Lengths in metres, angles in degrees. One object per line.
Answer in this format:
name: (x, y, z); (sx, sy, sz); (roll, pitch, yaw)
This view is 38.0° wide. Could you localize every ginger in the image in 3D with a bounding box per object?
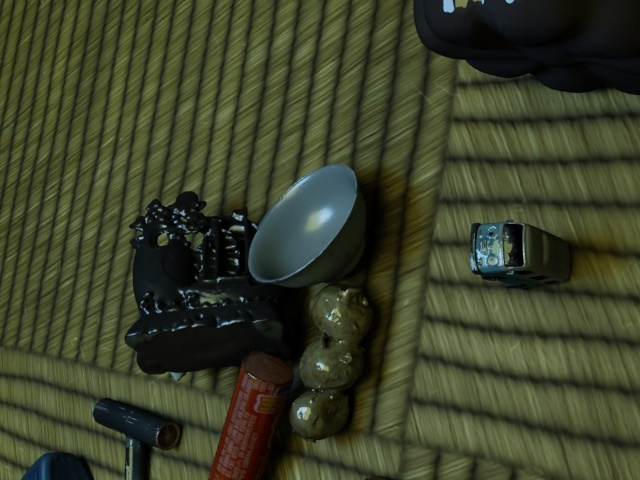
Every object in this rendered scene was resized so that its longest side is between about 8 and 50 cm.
ginger: (0.013, 0.155, 1.180); (0.104, 0.080, 0.204); (1, 79, 55)

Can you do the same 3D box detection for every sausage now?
sausage: (-0.104, 0.283, 1.234); (0.074, 0.074, 0.274); (35, 115, 40)

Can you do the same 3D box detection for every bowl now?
bowl: (0.000, 0.000, 1.205); (0.189, 0.086, 0.189); (-34, 31, 24)

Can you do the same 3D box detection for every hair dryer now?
hair dryer: (-0.298, 0.354, 1.432); (0.173, 0.050, 0.194); (9, 90, 45)

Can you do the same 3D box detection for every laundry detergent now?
laundry detergent: (-0.487, 0.476, 1.531); (0.290, 0.094, 0.143); (-44, 59, 25)

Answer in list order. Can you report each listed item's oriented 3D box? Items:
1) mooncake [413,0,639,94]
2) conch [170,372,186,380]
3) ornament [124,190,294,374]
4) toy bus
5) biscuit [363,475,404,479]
mooncake: (0.245, -0.245, 0.930); (0.306, 0.306, 0.154); (11, 90, 42)
conch: (-0.201, 0.120, 1.367); (0.094, 0.104, 0.176); (-18, 64, 13)
ornament: (-0.151, 0.043, 1.294); (0.251, 0.106, 0.260); (-4, 54, 7)
toy bus: (0.218, 0.016, 1.004); (0.075, 0.123, 0.060); (-8, 75, 36)
biscuit: (0.077, 0.387, 1.094); (0.226, 0.042, 0.225); (-12, 71, 40)
